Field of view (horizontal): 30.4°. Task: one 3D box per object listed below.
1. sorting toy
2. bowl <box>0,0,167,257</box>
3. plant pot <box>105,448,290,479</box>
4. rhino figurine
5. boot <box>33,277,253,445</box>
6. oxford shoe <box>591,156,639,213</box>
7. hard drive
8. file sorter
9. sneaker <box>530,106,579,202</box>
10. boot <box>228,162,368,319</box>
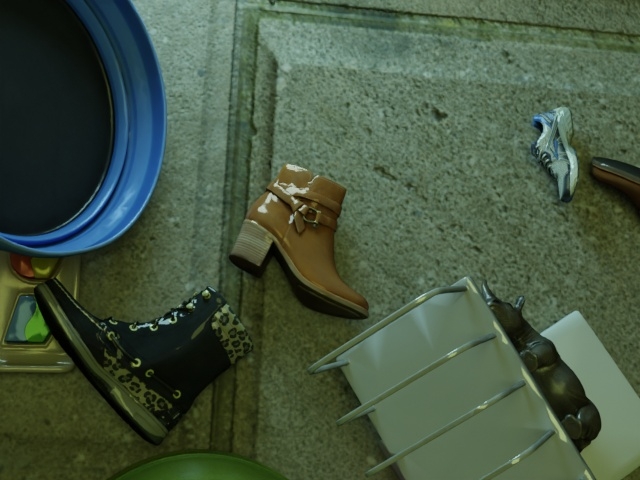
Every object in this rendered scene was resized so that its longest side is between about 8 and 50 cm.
[{"bbox_3d":[-0.389,0.056,1.421,0.193,0.038,0.208,2,74,-8],"label":"sorting toy"},{"bbox_3d":[-0.338,-0.170,1.354,0.391,0.077,0.391,15,71,-51],"label":"bowl"},{"bbox_3d":[-0.122,0.382,1.205,0.366,0.353,0.366,2,74,-7],"label":"plant pot"},{"bbox_3d":[0.256,0.153,1.419,0.073,0.106,0.243,-36,78,26],"label":"rhino figurine"},{"bbox_3d":[-0.208,0.102,1.400,0.178,0.085,0.236,-41,101,-18],"label":"boot"},{"bbox_3d":[0.446,-0.043,1.559,0.212,0.076,0.076,31,112,11],"label":"oxford shoe"},{"bbox_3d":[0.253,0.252,1.459,0.307,0.040,0.203,-31,81,-15],"label":"hard drive"},{"bbox_3d":[0.142,0.209,1.309,0.193,0.173,0.278,-34,80,16],"label":"file sorter"},{"bbox_3d":[0.309,-0.112,1.570,0.058,0.052,0.135,-4,68,1],"label":"sneaker"},{"bbox_3d":[0.000,0.000,1.478,0.197,0.073,0.152,30,68,-2],"label":"boot"}]
